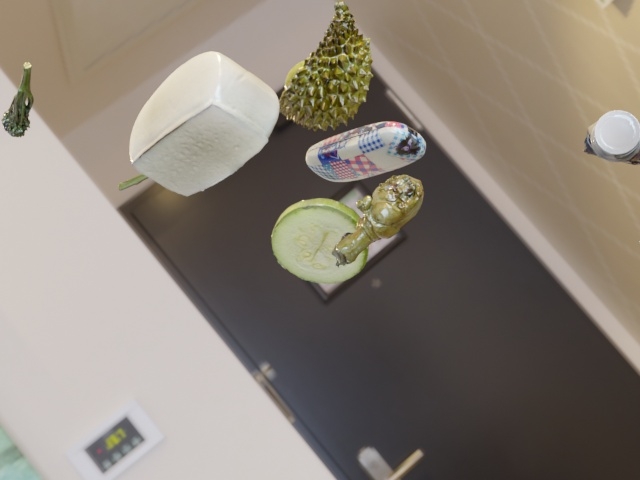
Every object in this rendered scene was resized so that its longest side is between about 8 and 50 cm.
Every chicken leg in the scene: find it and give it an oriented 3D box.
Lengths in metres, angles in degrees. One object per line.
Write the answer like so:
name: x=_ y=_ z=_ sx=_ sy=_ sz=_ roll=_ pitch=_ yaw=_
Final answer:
chicken leg: x=0.101 y=-0.038 z=1.845 sx=0.228 sy=0.088 sz=0.103 roll=-39 pitch=-12 yaw=7

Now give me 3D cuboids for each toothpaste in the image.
toothpaste: x=0.409 y=-0.130 z=1.354 sx=0.266 sy=0.096 sz=0.061 roll=6 pitch=-83 yaw=-74

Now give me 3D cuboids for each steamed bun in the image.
steamed bun: x=-0.184 y=-0.195 z=1.560 sx=0.242 sy=0.146 sz=0.164 roll=-30 pitch=41 yaw=36

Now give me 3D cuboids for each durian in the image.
durian: x=0.016 y=-0.351 z=2.074 sx=0.166 sy=0.172 sz=0.306 roll=-91 pitch=21 yaw=-52

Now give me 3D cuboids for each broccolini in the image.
broccolini: x=-0.675 y=-0.316 z=2.231 sx=0.202 sy=0.068 sz=0.091 roll=-49 pitch=22 yaw=43

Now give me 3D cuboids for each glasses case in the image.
glasses case: x=0.099 y=-0.201 z=2.249 sx=0.327 sy=0.125 sz=0.076 roll=-13 pitch=51 yaw=46

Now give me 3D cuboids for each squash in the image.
squash: x=-0.001 y=0.003 z=2.150 sx=0.219 sy=0.219 sz=0.041 roll=-45 pitch=22 yaw=35

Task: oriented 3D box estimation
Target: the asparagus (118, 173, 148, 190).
asparagus: x=-0.410 y=-0.180 z=2.475 sx=0.249 sy=0.025 sz=0.024 roll=-23 pitch=8 yaw=20
